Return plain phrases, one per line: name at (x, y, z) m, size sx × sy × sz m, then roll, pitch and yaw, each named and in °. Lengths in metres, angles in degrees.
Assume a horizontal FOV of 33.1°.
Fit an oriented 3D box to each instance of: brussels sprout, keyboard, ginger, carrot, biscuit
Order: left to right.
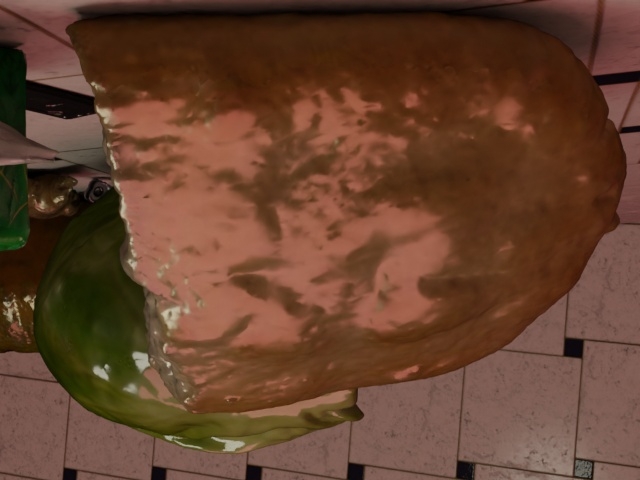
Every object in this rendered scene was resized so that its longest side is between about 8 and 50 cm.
ginger at (-0.381, -0.053, 1.408) m, size 0.133 × 0.059 × 0.214 m, roll 2°, pitch 173°, yaw -14°
keyboard at (-0.247, -0.122, 0.927) m, size 0.053 × 0.010 × 0.155 m, roll -7°, pitch 175°, yaw 24°
carrot at (-0.372, 0.051, 1.634) m, size 0.340 × 0.241 × 0.241 m, roll -3°, pitch 176°, yaw 4°
brussels sprout at (-0.157, 0.082, 1.303) m, size 0.361 × 0.342 × 0.425 m, roll -19°, pitch -161°, yaw -5°
biscuit at (0.034, 0.001, 0.884) m, size 0.446 × 0.104 × 0.429 m, roll -4°, pitch 135°, yaw -11°

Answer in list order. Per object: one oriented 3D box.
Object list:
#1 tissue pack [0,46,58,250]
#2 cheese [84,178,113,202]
tissue pack at (-0.301, -0.065, 0.726) m, size 0.209 × 0.148 × 0.156 m, roll 0°, pitch 176°, yaw -38°
cheese at (-0.251, -0.039, 1.503) m, size 0.171 × 0.092 × 0.047 m, roll -1°, pitch -161°, yaw -36°
